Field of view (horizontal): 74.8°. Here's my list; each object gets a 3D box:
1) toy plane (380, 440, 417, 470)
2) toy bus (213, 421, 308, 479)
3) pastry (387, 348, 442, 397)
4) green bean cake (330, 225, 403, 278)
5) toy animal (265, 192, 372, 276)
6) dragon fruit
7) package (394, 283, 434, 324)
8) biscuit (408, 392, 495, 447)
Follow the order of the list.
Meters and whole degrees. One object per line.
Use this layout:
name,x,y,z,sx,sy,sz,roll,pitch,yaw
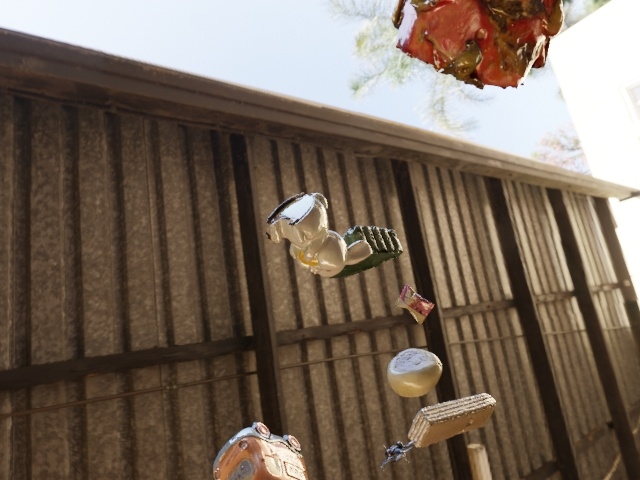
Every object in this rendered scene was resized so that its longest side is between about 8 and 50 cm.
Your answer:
toy plane,0.127,0.363,0.712,0.078,0.083,0.031,-23,-105,-25
toy bus,-0.163,0.700,1.226,0.194,0.232,0.287,-48,-57,3
pastry,0.264,0.370,1.173,0.156,0.156,0.092,-36,-71,-40
green bean cake,0.133,0.043,1.360,0.193,0.208,0.107,0,-121,-37
toy animal,-0.002,0.004,0.506,0.124,0.071,0.085,54,-139,-26
dragon fruit,0.294,-0.466,0.778,0.296,0.263,0.314,-11,-135,-28
package,0.216,0.147,0.970,0.083,0.059,0.029,37,-167,33
biscuit,0.523,0.699,1.639,0.426,0.078,0.144,3,-66,-34
